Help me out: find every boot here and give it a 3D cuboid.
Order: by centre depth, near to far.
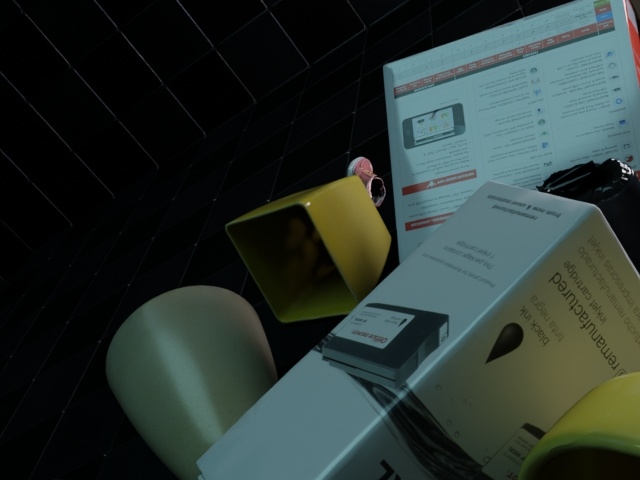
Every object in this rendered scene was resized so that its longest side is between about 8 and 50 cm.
[{"bbox_3d":[0.348,0.018,0.819,0.094,0.207,0.246,-44,23,-10],"label":"boot"}]

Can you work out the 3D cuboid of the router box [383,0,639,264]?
[{"bbox_3d":[0.255,-0.132,1.045,0.335,0.082,0.301,-12,72,29],"label":"router box"}]

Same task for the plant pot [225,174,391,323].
[{"bbox_3d":[0.000,0.000,1.409,0.212,0.212,0.187,-14,20,45],"label":"plant pot"}]

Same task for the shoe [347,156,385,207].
[{"bbox_3d":[0.098,-0.118,1.647,0.081,0.063,0.178,-21,34,34],"label":"shoe"}]

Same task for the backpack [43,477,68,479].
[{"bbox_3d":[-0.479,0.491,1.307,0.152,0.115,0.182,-31,26,11],"label":"backpack"}]

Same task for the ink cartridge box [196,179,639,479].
[{"bbox_3d":[0.133,0.186,0.729,0.395,0.285,0.166,-43,23,-9],"label":"ink cartridge box"}]

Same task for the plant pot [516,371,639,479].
[{"bbox_3d":[0.312,0.175,0.568,0.239,0.254,0.254,-33,17,-30],"label":"plant pot"}]

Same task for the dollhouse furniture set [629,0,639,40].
[{"bbox_3d":[0.353,-0.240,1.229,0.394,0.256,0.362,-32,23,16],"label":"dollhouse furniture set"}]

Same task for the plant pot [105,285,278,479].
[{"bbox_3d":[-0.159,0.246,1.160,0.256,0.256,0.274,-39,38,0],"label":"plant pot"}]
